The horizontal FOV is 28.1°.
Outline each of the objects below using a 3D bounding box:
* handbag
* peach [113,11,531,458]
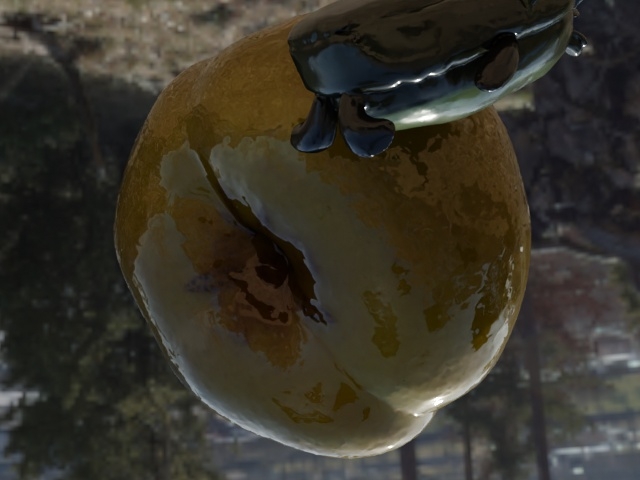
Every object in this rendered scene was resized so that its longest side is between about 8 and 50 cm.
[{"bbox_3d":[0.043,-0.064,0.409,0.111,0.047,0.072,-22,-165,-26],"label":"handbag"},{"bbox_3d":[0.000,0.000,0.508,0.179,0.179,0.103,-16,-174,36],"label":"peach"}]
